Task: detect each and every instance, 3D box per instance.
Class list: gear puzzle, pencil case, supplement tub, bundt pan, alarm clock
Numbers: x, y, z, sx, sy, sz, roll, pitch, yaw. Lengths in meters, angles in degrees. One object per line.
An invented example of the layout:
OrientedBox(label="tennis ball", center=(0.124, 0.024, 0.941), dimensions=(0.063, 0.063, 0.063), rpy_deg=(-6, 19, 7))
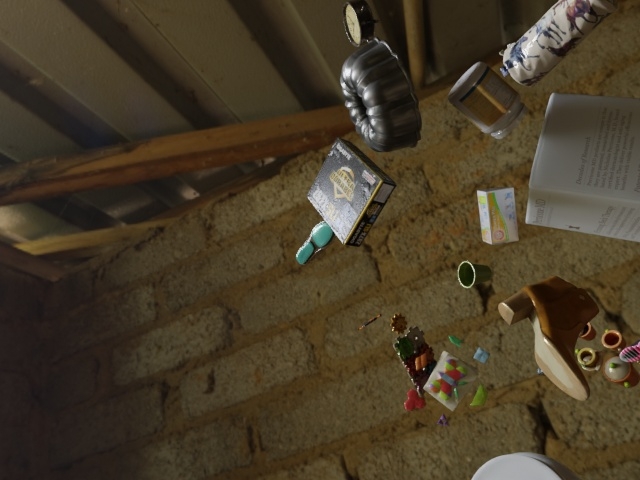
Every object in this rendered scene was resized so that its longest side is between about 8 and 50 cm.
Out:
OrientedBox(label="gear puzzle", center=(0.393, 0.445, 1.947), dimensions=(0.175, 0.339, 0.044), rpy_deg=(-29, 1, -34))
OrientedBox(label="pencil case", center=(0.815, -0.727, 1.650), dimensions=(0.183, 0.160, 0.410), rpy_deg=(38, -33, -3))
OrientedBox(label="supplement tub", center=(0.496, -0.411, 1.410), dimensions=(0.199, 0.144, 0.144), rpy_deg=(38, -47, -9))
OrientedBox(label="supplement tub", center=(0.442, 0.554, 0.926), dimensions=(0.235, 0.235, 0.325), rpy_deg=(-30, -46, 25))
OrientedBox(label="bundt pan", center=(0.158, -0.398, 1.374), dimensions=(0.124, 0.331, 0.331), rpy_deg=(-25, -26, -5))
OrientedBox(label="alarm clock", center=(0.111, -0.666, 1.448), dimensions=(0.064, 0.192, 0.129), rpy_deg=(-24, -55, -11))

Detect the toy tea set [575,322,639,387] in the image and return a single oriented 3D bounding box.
OrientedBox(label="toy tea set", center=(1.050, 0.403, 1.764), dimensions=(0.124, 0.336, 0.200), rpy_deg=(33, -94, -23))

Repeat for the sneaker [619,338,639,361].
OrientedBox(label="sneaker", center=(0.973, 0.328, 1.454), dimensions=(0.119, 0.047, 0.057), rpy_deg=(-42, -16, 18))

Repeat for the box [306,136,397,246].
OrientedBox(label="box", center=(0.096, -0.171, 1.648), dimensions=(0.079, 0.322, 0.257), rpy_deg=(9, -59, -36))

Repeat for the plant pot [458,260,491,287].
OrientedBox(label="plant pot", center=(0.487, 0.104, 1.485), dimensions=(0.079, 0.083, 0.083), rpy_deg=(-2, -30, -21))

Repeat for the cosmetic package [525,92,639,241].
OrientedBox(label="cosmetic package", center=(0.879, -0.218, 1.473), dimensions=(0.393, 0.328, 0.329), rpy_deg=(12, -13, 25))

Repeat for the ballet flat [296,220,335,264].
OrientedBox(label="ballet flat", center=(0.000, 0.000, 2.138), dimensions=(0.106, 0.108, 0.316), rpy_deg=(-17, -18, -43))

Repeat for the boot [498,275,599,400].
OrientedBox(label="boot", center=(0.599, 0.215, 1.145), dimensions=(0.211, 0.295, 0.104), rpy_deg=(-19, -39, -15))

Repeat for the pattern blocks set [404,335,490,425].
OrientedBox(label="pattern blocks set", center=(0.481, 0.522, 1.772), dimensions=(0.285, 0.325, 0.026), rpy_deg=(17, -14, 26))

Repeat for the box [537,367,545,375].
OrientedBox(label="box", center=(0.753, 0.423, 1.536), dimensions=(0.067, 0.018, 0.083), rpy_deg=(11, -27, -1))

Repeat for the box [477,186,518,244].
OrientedBox(label="box", center=(0.670, -0.094, 1.797), dimensions=(0.103, 0.203, 0.114), rpy_deg=(-9, 8, 3))

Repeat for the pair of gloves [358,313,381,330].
OrientedBox(label="pair of gloves", center=(0.162, 0.266, 1.559), dimensions=(0.074, 0.010, 0.083), rpy_deg=(-36, -9, 20))
